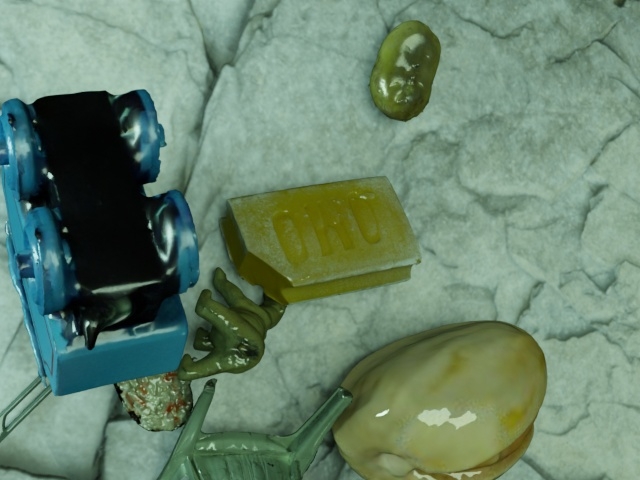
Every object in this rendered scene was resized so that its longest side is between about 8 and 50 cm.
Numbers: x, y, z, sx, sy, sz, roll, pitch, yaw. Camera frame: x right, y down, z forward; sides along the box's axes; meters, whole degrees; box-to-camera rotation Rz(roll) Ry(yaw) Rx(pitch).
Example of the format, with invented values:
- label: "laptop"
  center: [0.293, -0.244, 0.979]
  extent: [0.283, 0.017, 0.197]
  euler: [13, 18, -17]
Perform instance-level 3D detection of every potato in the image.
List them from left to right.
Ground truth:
- label: "potato"
  center: [0.116, -0.230, 1.404]
  extent: [0.092, 0.070, 0.138]
  euler: [21, 79, -22]

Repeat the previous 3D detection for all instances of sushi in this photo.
- label: "sushi"
  center: [-0.210, 0.158, 1.246]
  extent: [0.090, 0.078, 0.150]
  euler: [-20, 99, -23]

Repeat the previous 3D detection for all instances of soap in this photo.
- label: "soap"
  center: [0.000, 0.000, 1.322]
  extent: [0.232, 0.073, 0.140]
  euler: [-10, 61, -25]

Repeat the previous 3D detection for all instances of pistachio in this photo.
- label: "pistachio"
  center: [0.161, 0.220, 1.351]
  extent: [0.309, 0.230, 0.230]
  euler: [-24, 99, -27]

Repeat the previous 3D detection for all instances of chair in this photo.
- label: "chair"
  center: [-0.085, 0.321, 1.242]
  extent: [0.203, 0.274, 0.190]
  euler: [6, 49, -23]

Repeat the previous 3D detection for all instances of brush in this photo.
- label: "brush"
  center: [-0.401, 0.246, 1.191]
  extent: [0.266, 0.027, 0.062]
  euler: [-46, 107, -22]

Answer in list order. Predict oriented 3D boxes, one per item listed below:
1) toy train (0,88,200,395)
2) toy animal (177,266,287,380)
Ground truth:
- label: "toy train"
  center: [-0.246, 0.001, 1.107]
  extent: [0.188, 0.265, 0.300]
  euler: [-10, 60, -23]
- label: "toy animal"
  center: [-0.101, 0.106, 1.257]
  extent: [0.101, 0.218, 0.103]
  euler: [14, 101, 0]
